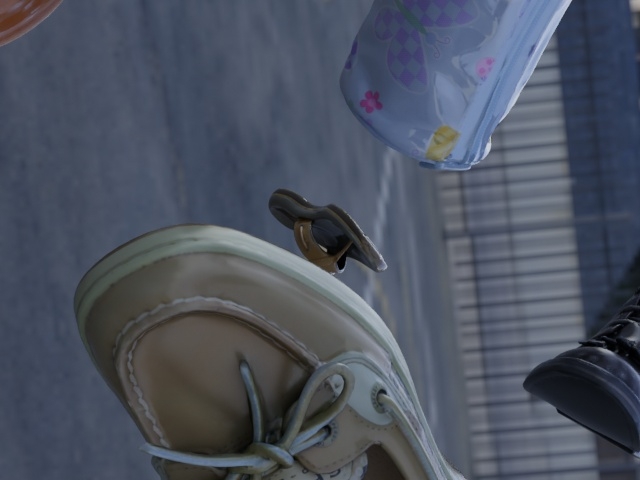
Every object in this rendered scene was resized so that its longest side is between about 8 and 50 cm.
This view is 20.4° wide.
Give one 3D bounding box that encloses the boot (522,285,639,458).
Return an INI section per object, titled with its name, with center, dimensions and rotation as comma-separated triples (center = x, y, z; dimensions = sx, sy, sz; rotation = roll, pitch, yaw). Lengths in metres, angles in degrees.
[boot]
center = 0.243, 0.032, 1.247
dimensions = 0.229, 0.091, 0.263
rotation = -60, 164, -2

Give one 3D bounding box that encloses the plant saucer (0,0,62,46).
[plant saucer]
center = -0.218, -0.208, 1.054
dimensions = 0.037, 0.200, 0.200
rotation = 32, -36, 44

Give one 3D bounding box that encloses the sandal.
[sandal]
center = 0.000, 0.000, 1.563
dimensions = 0.072, 0.049, 0.180
rotation = 49, -13, -32

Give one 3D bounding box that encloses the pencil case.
[pencil case]
center = 0.118, -0.176, 1.137
dimensions = 0.113, 0.124, 0.273
rotation = -16, 144, -52

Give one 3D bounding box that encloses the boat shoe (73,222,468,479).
[boat shoe]
center = 0.007, 0.105, 0.717
dimensions = 0.285, 0.104, 0.089
rotation = 48, 19, -34
